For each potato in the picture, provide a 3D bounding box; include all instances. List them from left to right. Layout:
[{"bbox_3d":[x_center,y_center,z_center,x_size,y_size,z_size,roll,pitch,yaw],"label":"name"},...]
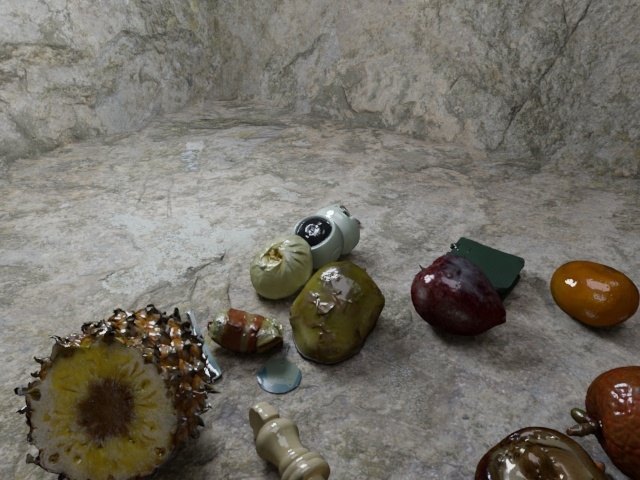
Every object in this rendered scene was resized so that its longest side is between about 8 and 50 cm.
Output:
[{"bbox_3d":[0.040,0.180,1.305,0.246,0.196,0.300,18,36,25],"label":"potato"}]

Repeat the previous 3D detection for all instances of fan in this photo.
[{"bbox_3d":[-0.326,0.281,1.270,0.057,0.023,0.282,-12,36,-19],"label":"fan"},{"bbox_3d":[-0.102,0.332,1.218,0.113,0.005,0.175,6,33,6],"label":"fan"}]

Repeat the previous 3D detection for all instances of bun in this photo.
[{"bbox_3d":[-0.129,0.074,1.446,0.222,0.127,0.222,-7,68,18],"label":"bun"}]

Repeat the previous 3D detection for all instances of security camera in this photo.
[{"bbox_3d":[0.000,0.000,1.605,0.194,0.194,0.236,27,43,33],"label":"security camera"}]

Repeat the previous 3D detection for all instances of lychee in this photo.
[{"bbox_3d":[0.678,0.388,0.981,0.300,0.255,0.255,-22,29,13],"label":"lychee"}]

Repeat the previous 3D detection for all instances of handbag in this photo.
[{"bbox_3d":[0.536,0.099,1.586,0.260,0.079,0.247,23,36,31],"label":"handbag"}]

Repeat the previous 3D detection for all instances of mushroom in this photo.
[{"bbox_3d":[0.422,0.479,0.881,0.253,0.153,0.253,-5,35,3],"label":"mushroom"}]

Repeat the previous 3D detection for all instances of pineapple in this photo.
[{"bbox_3d":[-0.376,0.293,0.936,0.352,0.352,0.300,4,7,2],"label":"pineapple"}]

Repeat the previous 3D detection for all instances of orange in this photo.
[{"bbox_3d":[0.828,0.164,1.414,0.240,0.171,0.240,7,26,-4],"label":"orange"}]

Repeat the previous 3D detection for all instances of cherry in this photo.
[{"bbox_3d":[0.394,0.163,1.350,0.300,0.203,0.230,33,35,28],"label":"cherry"}]

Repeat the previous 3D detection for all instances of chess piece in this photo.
[{"bbox_3d":[-0.034,0.466,0.913,0.117,0.117,0.397,-19,36,-32],"label":"chess piece"}]

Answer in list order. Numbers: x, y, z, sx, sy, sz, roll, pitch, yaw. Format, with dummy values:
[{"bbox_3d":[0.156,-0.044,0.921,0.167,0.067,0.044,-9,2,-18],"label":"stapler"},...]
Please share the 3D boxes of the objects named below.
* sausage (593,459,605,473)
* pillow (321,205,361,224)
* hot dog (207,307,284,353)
[{"bbox_3d":[0.563,0.501,0.971,0.129,0.034,0.034,-23,40,-35],"label":"sausage"},{"bbox_3d":[0.082,-0.100,1.902,0.118,0.043,0.185,-12,34,-19],"label":"pillow"},{"bbox_3d":[-0.203,0.253,1.259,0.213,0.103,0.146,16,12,4],"label":"hot dog"}]
